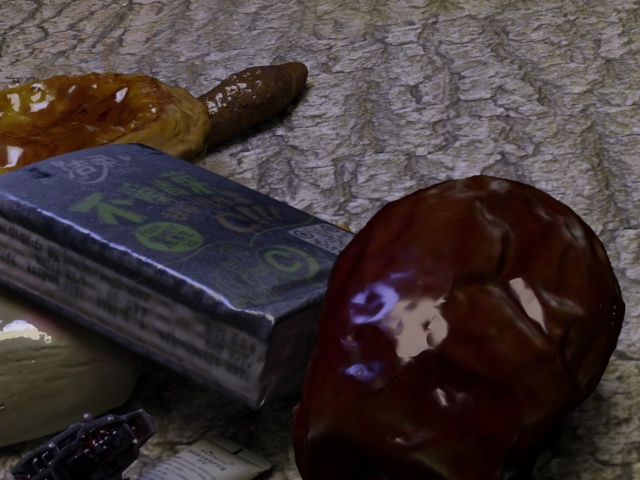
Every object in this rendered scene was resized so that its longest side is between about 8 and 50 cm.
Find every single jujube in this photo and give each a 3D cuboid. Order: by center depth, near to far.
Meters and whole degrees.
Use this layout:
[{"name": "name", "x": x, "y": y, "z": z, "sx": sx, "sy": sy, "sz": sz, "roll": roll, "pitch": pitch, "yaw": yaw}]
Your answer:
[{"name": "jujube", "x": 0.122, "y": 0.095, "z": 1.049, "sx": 0.276, "sy": 0.276, "sz": 0.377, "roll": 2, "pitch": 37, "yaw": 23}]

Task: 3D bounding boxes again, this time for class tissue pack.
[{"name": "tissue pack", "x": -0.137, "y": 0.019, "z": 1.258, "sx": 0.394, "sy": 0.124, "sz": 0.288, "roll": 23, "pitch": 23, "yaw": 25}]

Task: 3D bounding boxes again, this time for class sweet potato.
[{"name": "sweet potato", "x": -0.127, "y": -0.220, "z": 1.853, "sx": 0.341, "sy": 0.092, "sz": 0.114, "roll": -31, "pitch": 18, "yaw": -31}]

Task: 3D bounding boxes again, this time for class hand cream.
[{"name": "hand cream", "x": -0.172, "y": 0.257, "z": 1.084, "sx": 0.276, "sy": 0.059, "sz": 0.095, "roll": -27, "pitch": 31, "yaw": -37}]

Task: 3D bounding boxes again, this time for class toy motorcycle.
[{"name": "toy motorcycle", "x": -0.219, "y": 0.208, "z": 1.109, "sx": 0.122, "sy": 0.080, "sz": 0.215, "roll": -32, "pitch": -1, "yaw": -44}]

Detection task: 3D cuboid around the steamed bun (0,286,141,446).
[{"name": "steamed bun", "x": -0.322, "y": 0.119, "z": 1.272, "sx": 0.239, "sy": 0.152, "sz": 0.170, "roll": -18, "pitch": 31, "yaw": -7}]

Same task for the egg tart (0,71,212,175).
[{"name": "egg tart", "x": -0.357, "y": -0.096, "z": 1.635, "sx": 0.443, "sy": 0.178, "sz": 0.443, "roll": -7, "pitch": 28, "yaw": 4}]

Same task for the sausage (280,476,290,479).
[{"name": "sausage", "x": -0.092, "y": 0.267, "z": 1.045, "sx": 0.177, "sy": 0.040, "sz": 0.047, "roll": -24, "pitch": 25, "yaw": -21}]

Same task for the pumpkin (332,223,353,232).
[{"name": "pumpkin", "x": 0.000, "y": 0.001, "z": 1.488, "sx": 0.083, "sy": 0.028, "sz": 0.050, "roll": -4, "pitch": 27, "yaw": -5}]
